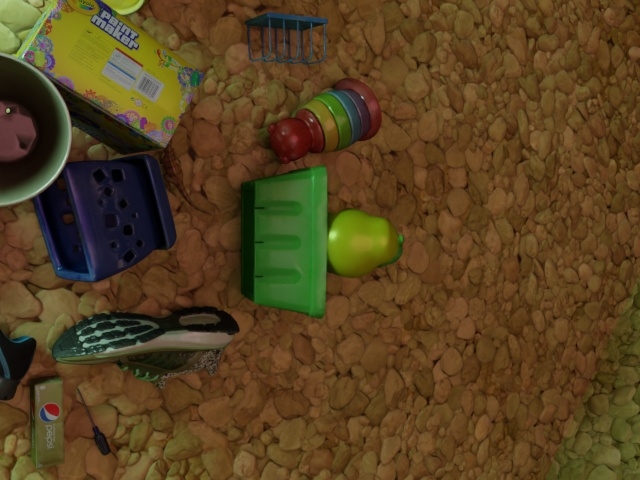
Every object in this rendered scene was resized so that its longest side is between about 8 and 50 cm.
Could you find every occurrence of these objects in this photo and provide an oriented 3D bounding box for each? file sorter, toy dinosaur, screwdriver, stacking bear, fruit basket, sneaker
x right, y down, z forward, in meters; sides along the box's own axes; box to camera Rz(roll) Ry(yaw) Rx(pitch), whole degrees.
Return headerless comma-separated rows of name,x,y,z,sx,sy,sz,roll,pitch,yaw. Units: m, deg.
file sorter,-0.083,-0.498,1.614,0.170,0.118,0.104,-6,99,-33
toy dinosaur,-0.331,-0.141,1.475,0.064,0.112,0.211,-31,110,-29
screwdriver,-0.512,0.406,1.453,0.024,0.025,0.169,-26,98,-29
stacking bear,-0.001,-0.292,1.664,0.289,0.164,0.175,-28,108,-24
fruit basket,0.000,0.000,1.598,0.392,0.283,0.391,-1,94,-18
sneaker,-0.717,0.179,1.250,0.341,0.125,0.139,44,62,-37
sneaker,-0.385,0.267,1.462,0.411,0.158,0.181,0,111,-29

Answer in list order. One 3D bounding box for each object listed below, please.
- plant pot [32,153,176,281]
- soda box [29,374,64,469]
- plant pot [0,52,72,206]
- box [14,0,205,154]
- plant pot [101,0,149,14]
plant pot,-0.443,-0.058,1.344,0.212,0.236,0.235,-22,104,-38
soda box,-0.580,0.384,1.375,0.058,0.061,0.181,-3,95,-34
plant pot,-0.591,-0.201,1.191,0.257,0.274,0.256,-3,99,-20
box,-0.440,-0.323,1.293,0.290,0.279,0.177,32,76,-31
plant pot,-0.395,-0.639,1.336,0.254,0.254,0.239,50,53,-25
